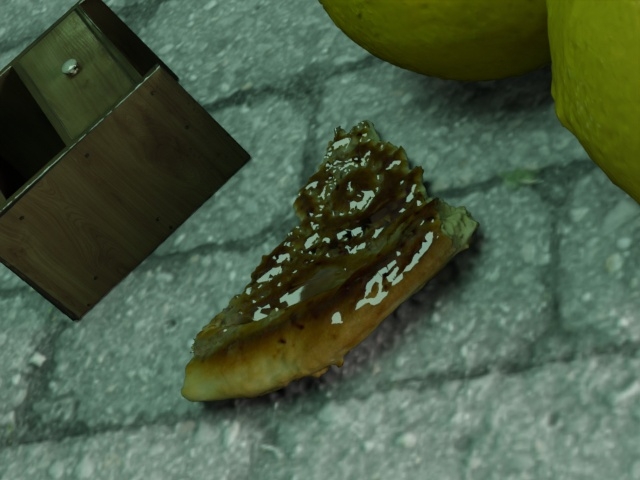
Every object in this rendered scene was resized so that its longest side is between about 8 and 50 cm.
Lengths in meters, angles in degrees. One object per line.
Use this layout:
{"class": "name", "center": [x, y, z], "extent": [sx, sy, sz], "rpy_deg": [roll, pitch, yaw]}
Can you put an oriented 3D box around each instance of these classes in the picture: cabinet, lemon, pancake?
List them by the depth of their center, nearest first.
{"class": "lemon", "center": [0.267, -0.121, 0.980], "extent": [0.233, 0.233, 0.288], "rpy_deg": [-42, 52, 3]}
{"class": "lemon", "center": [0.112, -0.235, 1.180], "extent": [0.236, 0.236, 0.263], "rpy_deg": [-46, 41, -1]}
{"class": "pancake", "center": [0.000, 0.000, 1.210], "extent": [0.266, 0.057, 0.244], "rpy_deg": [-20, 48, 26]}
{"class": "cabinet", "center": [-0.214, -0.082, 1.368], "extent": [0.215, 0.148, 0.175], "rpy_deg": [-42, 43, 1]}
